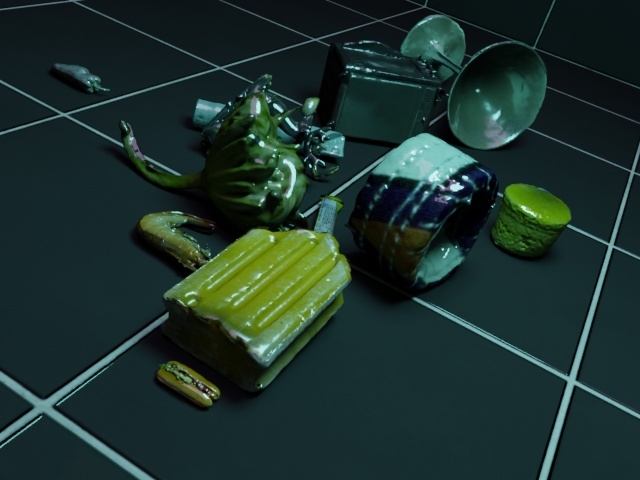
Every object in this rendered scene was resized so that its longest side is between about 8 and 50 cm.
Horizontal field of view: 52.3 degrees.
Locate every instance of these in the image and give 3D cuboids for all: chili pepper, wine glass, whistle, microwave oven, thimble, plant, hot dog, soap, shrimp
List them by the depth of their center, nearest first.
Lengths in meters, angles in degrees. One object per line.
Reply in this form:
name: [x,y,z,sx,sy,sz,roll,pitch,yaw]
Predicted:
hot dog: [-0.153,0.163,0.756,0.083,0.021,0.037,26,33,13]
soap: [-0.065,0.068,0.865,0.160,0.080,0.257,30,40,18]
shrimp: [-0.188,0.002,0.978,0.178,0.034,0.124,27,27,24]
thimble: [0.166,-0.040,1.031,0.150,0.237,0.237,40,39,27]
plant: [-0.164,-0.108,1.100,0.333,0.251,0.180,-7,-5,35]
whistle: [-0.102,-0.224,1.326,0.312,0.062,0.062,13,33,-6]
chili pepper: [-0.500,-0.341,1.345,0.153,0.041,0.050,30,-7,21]
microwave oven: [0.130,-0.333,1.478,0.247,0.188,0.178,6,34,-16]
wine glass: [0.372,-0.436,1.697,0.267,0.267,0.406,4,30,-18]

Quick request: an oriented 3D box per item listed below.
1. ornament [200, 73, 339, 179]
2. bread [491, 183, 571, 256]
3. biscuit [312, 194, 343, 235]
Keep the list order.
ornament: [-0.085,-0.181,1.236,0.236,0.080,0.202,41,74,6]
bread: [0.387,-0.035,1.209,0.129,0.114,0.111,25,34,12]
biscuit: [0.000,0.000,1.064,0.048,0.026,0.292,16,34,1]
